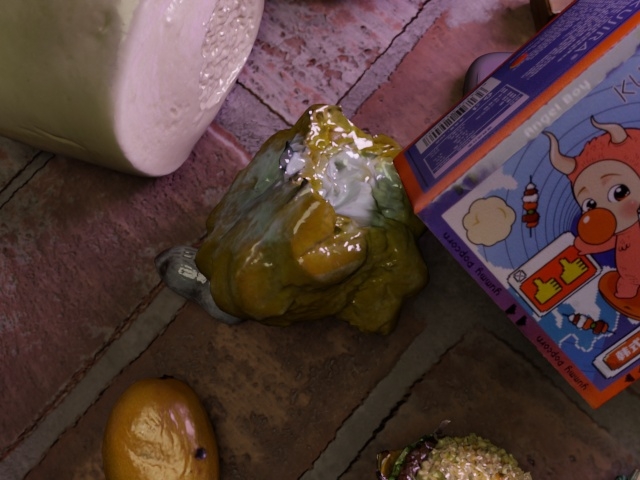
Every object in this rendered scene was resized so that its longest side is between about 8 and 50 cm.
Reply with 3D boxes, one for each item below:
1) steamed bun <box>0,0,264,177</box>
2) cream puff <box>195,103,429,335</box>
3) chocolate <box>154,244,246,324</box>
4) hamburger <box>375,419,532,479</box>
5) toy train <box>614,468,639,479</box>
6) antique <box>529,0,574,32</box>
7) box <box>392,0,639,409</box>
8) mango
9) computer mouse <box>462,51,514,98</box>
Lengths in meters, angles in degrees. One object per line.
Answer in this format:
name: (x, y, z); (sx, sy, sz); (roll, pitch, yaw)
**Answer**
steamed bun: (-0.313, -0.346, 1.083); (0.371, 0.290, 0.456); (19, 79, 14)
cream puff: (-0.005, 0.007, 0.977); (0.274, 0.270, 0.323); (-29, 28, 32)
chocolate: (-0.166, 0.062, 1.067); (0.167, 0.072, 0.072); (30, 81, 14)
hamburger: (0.167, 0.334, 0.861); (0.138, 0.261, 0.243); (-31, 66, 42)
toy train: (0.368, 0.358, 0.883); (0.074, 0.118, 0.176); (32, 84, 12)
antique: (0.473, -0.369, 1.072); (0.309, 0.093, 0.087); (-10, 74, 6)
box: (0.317, -0.065, 0.832); (0.348, 0.257, 0.318); (-40, 103, 12)
mango: (-0.214, 0.313, 0.991); (0.157, 0.109, 0.262); (-2, 80, -2)
computer mouse: (0.263, -0.166, 1.070); (0.120, 0.057, 0.232); (3, 73, 9)
